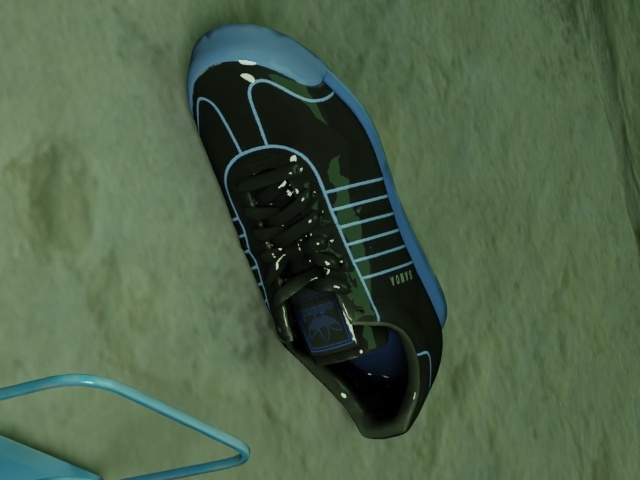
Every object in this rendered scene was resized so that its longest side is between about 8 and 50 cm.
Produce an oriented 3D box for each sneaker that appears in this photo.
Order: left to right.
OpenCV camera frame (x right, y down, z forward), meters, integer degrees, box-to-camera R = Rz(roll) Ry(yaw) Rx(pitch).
[{"bbox_3d":[0.000,0.000,0.890,0.232,0.081,0.090,56,29,-29],"label":"sneaker"}]

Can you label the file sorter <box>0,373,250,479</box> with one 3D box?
[{"bbox_3d":[-0.095,0.148,0.653,0.118,0.104,0.170,34,49,-48],"label":"file sorter"}]
